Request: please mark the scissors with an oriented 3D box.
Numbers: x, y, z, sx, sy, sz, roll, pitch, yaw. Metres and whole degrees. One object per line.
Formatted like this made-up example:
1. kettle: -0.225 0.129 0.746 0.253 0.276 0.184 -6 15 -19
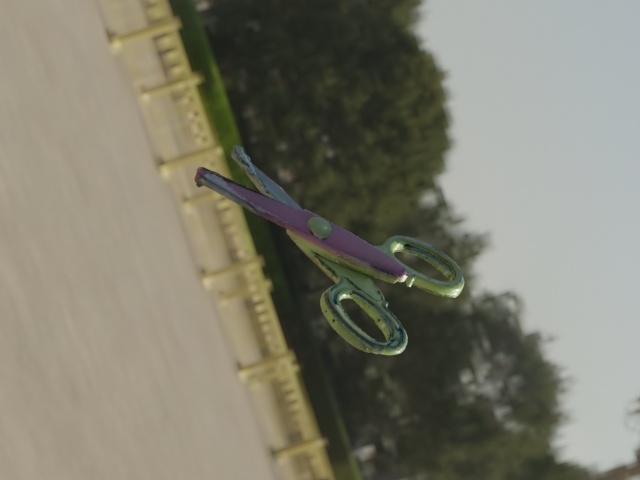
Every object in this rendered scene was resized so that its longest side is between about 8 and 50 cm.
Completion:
1. scissors: 0.000 0.000 1.139 0.187 0.133 0.020 37 -54 12
